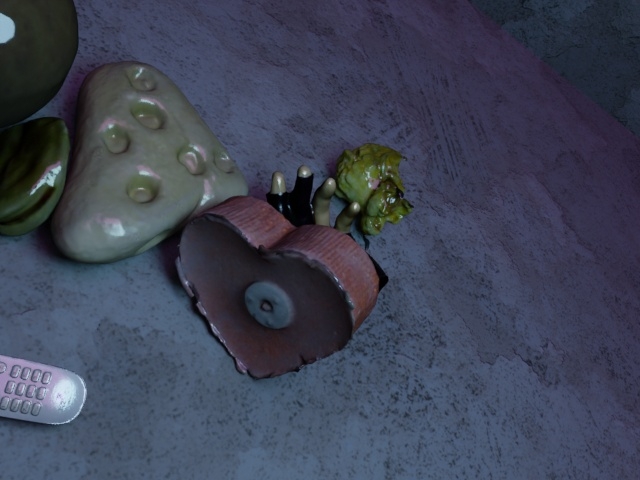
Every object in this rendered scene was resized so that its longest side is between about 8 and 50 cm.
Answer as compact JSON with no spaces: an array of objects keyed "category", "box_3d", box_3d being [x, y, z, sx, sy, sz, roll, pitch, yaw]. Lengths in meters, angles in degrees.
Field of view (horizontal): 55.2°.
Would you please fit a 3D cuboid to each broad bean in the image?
[{"category":"broad bean","box_3d":[-0.432,-0.109,0.897,0.072,0.153,0.207,65,21,-59]}]

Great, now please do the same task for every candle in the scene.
[{"category":"candle","box_3d":[-0.064,0.086,0.953,0.316,0.287,0.131,20,32,25]}]

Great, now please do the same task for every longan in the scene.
[{"category":"longan","box_3d":[-0.506,-0.301,0.845,0.318,0.319,0.319,19,52,-26]}]

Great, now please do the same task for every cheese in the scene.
[{"category":"cheese","box_3d":[-0.323,-0.142,0.993,0.351,0.129,0.328,-30,84,-47]}]

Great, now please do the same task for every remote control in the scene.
[{"category":"remote control","box_3d":[-0.415,0.181,0.773,0.229,0.044,0.073,16,69,-19]}]

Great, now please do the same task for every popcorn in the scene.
[{"category":"popcorn","box_3d":[0.119,-0.107,1.305,0.168,0.173,0.195,15,41,-56]}]

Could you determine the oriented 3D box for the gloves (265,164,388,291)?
[{"category":"gloves","box_3d":[-0.003,0.006,1.118,0.197,0.152,0.301,-42,115,-51]}]
